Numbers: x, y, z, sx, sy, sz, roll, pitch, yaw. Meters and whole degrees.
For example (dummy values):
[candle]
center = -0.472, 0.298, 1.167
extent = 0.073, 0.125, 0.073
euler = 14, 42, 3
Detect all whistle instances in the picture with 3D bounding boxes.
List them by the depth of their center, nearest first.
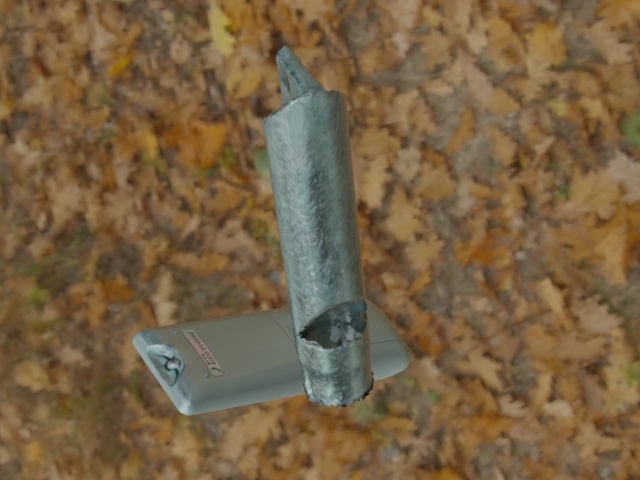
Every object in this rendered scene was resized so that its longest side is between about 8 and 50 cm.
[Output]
[whistle]
center = 0.000, 0.000, 1.011
extent = 0.062, 0.062, 0.312
euler = 36, 147, 37

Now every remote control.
[remote control]
center = -0.037, 0.102, 1.349
extent = 0.103, 0.293, 0.051
euler = 49, 129, 32
